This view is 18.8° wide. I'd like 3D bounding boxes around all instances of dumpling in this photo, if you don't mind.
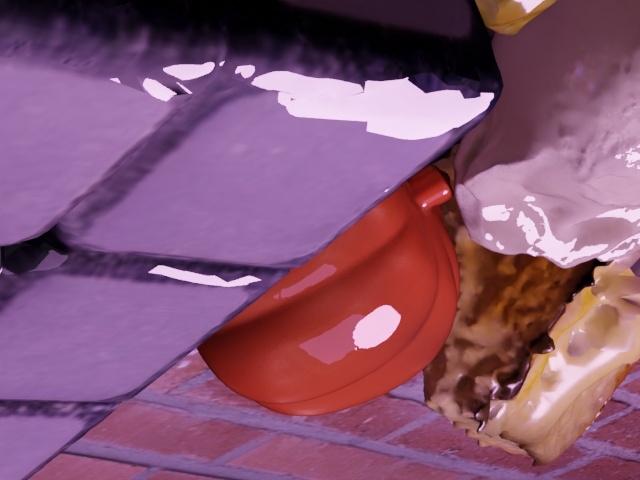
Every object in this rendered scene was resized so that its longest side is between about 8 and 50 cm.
[{"bbox_3d":[0.188,-0.086,1.056,0.193,0.147,0.258,19,113,-40],"label":"dumpling"}]

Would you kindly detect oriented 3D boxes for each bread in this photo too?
[{"bbox_3d":[0.162,0.013,1.258,0.262,0.162,0.204,-49,149,2],"label":"bread"}]

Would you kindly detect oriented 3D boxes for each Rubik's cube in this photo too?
[{"bbox_3d":[-0.218,-0.106,0.503,0.344,0.337,0.344,6,149,-42],"label":"Rubik's cube"}]

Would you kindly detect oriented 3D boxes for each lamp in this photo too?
[{"bbox_3d":[0.000,0.000,1.080,0.164,0.187,0.187,-26,155,17],"label":"lamp"}]

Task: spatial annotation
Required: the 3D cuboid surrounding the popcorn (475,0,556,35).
[{"bbox_3d":[0.129,-0.181,0.696,0.276,0.225,0.276,-1,-176,0],"label":"popcorn"}]
